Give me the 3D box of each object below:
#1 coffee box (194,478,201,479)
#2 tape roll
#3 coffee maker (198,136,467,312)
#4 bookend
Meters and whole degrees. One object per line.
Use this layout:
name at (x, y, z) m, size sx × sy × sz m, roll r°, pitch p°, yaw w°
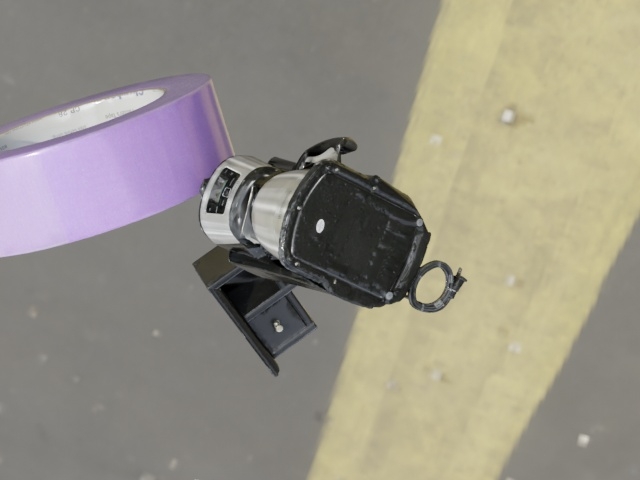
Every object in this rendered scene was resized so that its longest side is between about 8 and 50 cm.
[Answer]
coffee box at (-0.064, 0.530, 1.615) m, size 0.334 × 0.338 × 0.337 m, roll 22°, pitch 156°, yaw 49°
tape roll at (-0.222, -0.074, 1.436) m, size 0.275 × 0.275 × 0.090 m, roll -6°, pitch 108°, yaw 34°
coffee maker at (0.000, 0.000, 1.290) m, size 0.171 × 0.120 × 0.178 m, roll 51°, pitch 164°, yaw -23°
bookend at (-0.042, 0.051, 1.808) m, size 0.157 × 0.156 × 0.072 m, roll 57°, pitch 177°, yaw -31°
